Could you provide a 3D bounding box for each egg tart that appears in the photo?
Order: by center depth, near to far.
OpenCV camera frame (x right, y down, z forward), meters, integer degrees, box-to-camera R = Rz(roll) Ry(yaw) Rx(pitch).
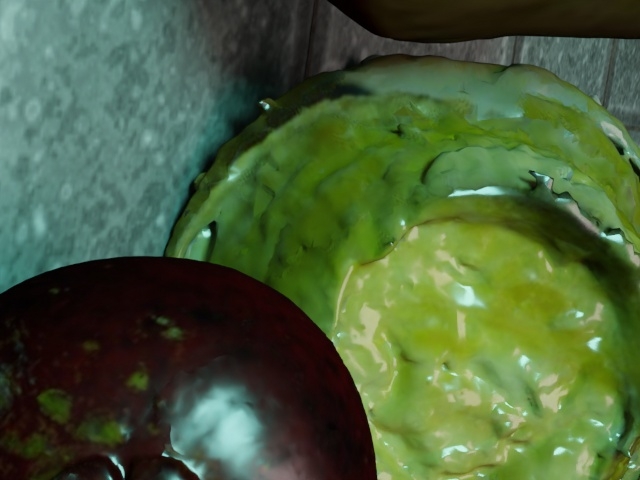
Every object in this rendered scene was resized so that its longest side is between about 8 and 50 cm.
[{"bbox_3d":[0.076,0.058,0.694,0.132,0.345,0.345,-124,-140,-77],"label":"egg tart"}]

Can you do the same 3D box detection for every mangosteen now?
[{"bbox_3d":[-0.082,0.113,0.563,0.257,0.215,0.215,131,-27,-86],"label":"mangosteen"}]

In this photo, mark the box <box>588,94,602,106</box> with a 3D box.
[{"bbox_3d":[0.190,0.086,0.909,0.341,0.143,0.225,67,26,-8],"label":"box"}]

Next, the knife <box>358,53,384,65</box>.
[{"bbox_3d":[0.000,-0.002,0.813,0.073,0.041,0.265,62,46,-65],"label":"knife"}]

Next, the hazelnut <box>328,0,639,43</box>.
[{"bbox_3d":[0.146,-0.264,0.617,0.359,0.410,0.359,-176,-90,-89],"label":"hazelnut"}]
